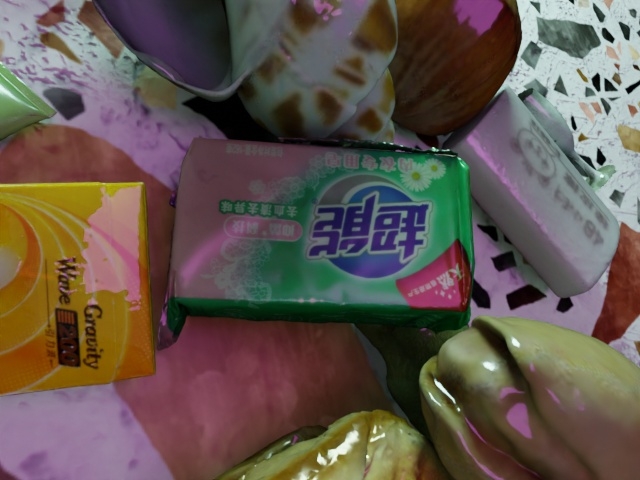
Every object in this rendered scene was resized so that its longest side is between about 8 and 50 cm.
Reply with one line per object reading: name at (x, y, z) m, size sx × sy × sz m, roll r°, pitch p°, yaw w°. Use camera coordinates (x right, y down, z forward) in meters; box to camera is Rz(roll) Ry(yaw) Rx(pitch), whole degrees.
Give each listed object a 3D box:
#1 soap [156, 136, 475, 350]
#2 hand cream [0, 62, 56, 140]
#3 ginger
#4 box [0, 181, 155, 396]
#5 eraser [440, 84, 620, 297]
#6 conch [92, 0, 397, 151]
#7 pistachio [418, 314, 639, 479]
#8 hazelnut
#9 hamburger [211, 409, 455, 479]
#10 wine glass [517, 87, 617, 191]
soap at (0.000, 0.001, 0.465) m, size 0.273 × 0.098 × 0.218 m, roll 4°, pitch 75°, yaw -4°
hand cream at (-0.319, -0.090, 0.395) m, size 0.095 × 0.046 × 0.175 m, roll 44°, pitch 54°, yaw -12°
ginger at (0.141, 0.154, 0.541) m, size 0.137 × 0.089 × 0.290 m, roll -19°, pitch 79°, yaw -53°
box at (-0.260, 0.037, 0.342) m, size 0.269 × 0.043 × 0.153 m, roll -4°, pitch 90°, yaw -18°
eraser at (0.301, -0.072, 0.698) m, size 0.270 × 0.094 × 0.174 m, roll 48°, pitch 55°, yaw -8°
conch at (-0.048, -0.212, 0.494) m, size 0.249 × 0.197 × 0.368 m, roll -38°, pitch 91°, yaw 0°
pistachio at (0.197, 0.152, 0.423) m, size 0.292 × 0.162 × 0.182 m, roll 22°, pitch 22°, yaw -41°
hazelnut at (0.157, -0.244, 0.622) m, size 0.210 × 0.186 × 0.210 m, roll 20°, pitch 61°, yaw -40°
hamburger at (0.000, 0.300, 0.361) m, size 0.304 × 0.174 × 0.285 m, roll -20°, pitch 81°, yaw -32°
wine glass at (0.388, -0.164, 0.793) m, size 0.198 × 0.066 × 0.066 m, roll 40°, pitch 59°, yaw -11°
